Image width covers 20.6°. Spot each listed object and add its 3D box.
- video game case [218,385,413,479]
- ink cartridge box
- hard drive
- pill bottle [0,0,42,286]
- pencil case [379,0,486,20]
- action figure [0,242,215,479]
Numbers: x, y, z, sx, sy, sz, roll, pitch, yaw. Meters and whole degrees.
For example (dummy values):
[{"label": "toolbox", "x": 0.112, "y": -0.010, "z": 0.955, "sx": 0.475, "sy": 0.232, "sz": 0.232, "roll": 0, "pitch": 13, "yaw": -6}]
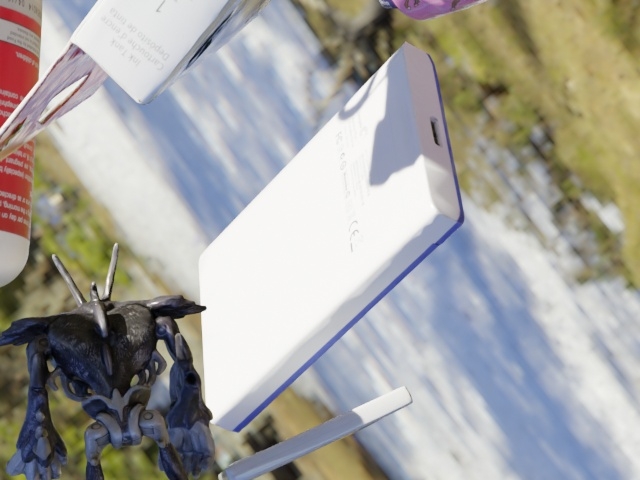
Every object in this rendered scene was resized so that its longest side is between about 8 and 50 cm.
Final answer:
[{"label": "video game case", "x": -0.007, "y": 0.163, "z": 1.435, "sx": 0.143, "sy": 0.157, "sz": 0.019, "roll": 121, "pitch": 124, "yaw": -79}, {"label": "ink cartridge box", "x": -0.083, "y": -0.127, "z": 1.019, "sx": 0.060, "sy": 0.239, "sz": 0.275, "roll": 40, "pitch": -161, "yaw": -3}, {"label": "hard drive", "x": 0.000, "y": 0.000, "z": 1.564, "sx": 0.040, "sy": 0.318, "sz": 0.210, "roll": 24, "pitch": -141, "yaw": -29}, {"label": "pill bottle", "x": -0.410, "y": -0.080, "z": 1.815, "sx": 0.229, "sy": 0.229, "sz": 0.408, "roll": 144, "pitch": 128, "yaw": -77}, {"label": "pencil case", "x": 0.221, "y": -0.337, "z": 1.772, "sx": 0.386, "sy": 0.167, "sz": 0.160, "roll": -11, "pitch": 105, "yaw": 42}, {"label": "action figure", "x": -0.149, "y": 0.139, "z": 1.278, "sx": 0.141, "sy": 0.164, "sz": 0.276, "roll": 100, "pitch": 159, "yaw": -47}]
